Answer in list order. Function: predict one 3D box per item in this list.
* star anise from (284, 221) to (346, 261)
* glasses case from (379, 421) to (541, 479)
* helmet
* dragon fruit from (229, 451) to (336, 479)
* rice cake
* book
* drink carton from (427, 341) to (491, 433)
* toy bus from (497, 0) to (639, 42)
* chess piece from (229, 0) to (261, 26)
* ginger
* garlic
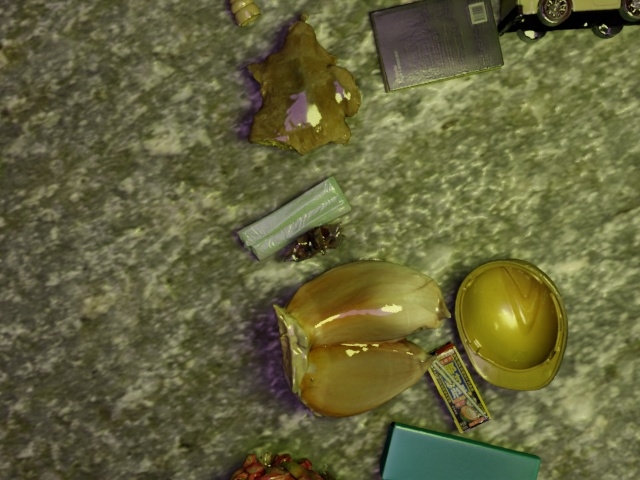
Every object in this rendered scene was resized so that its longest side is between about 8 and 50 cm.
[{"bbox_3d":[0.005,0.000,1.201,0.124,0.129,0.056,-41,70,39],"label":"star anise"},{"bbox_3d":[0.278,0.451,1.258,0.301,0.070,0.117,14,89,1],"label":"glasses case"},{"bbox_3d":[0.376,0.138,1.188,0.205,0.140,0.256,1,108,33],"label":"helmet"},{"bbox_3d":[-0.073,0.547,1.179,0.291,0.250,0.269,35,87,20],"label":"dragon fruit"},{"bbox_3d":[-0.052,-0.038,1.224,0.222,0.042,0.080,-30,99,2],"label":"rice cake"},{"bbox_3d":[0.223,-0.384,1.197,0.229,0.024,0.160,-13,94,2],"label":"book"},{"bbox_3d":[0.269,0.292,1.246,0.071,0.056,0.165,-28,94,0],"label":"drink carton"},{"bbox_3d":[0.487,-0.468,1.128,0.306,0.143,0.178,-3,93,2],"label":"toy bus"},{"bbox_3d":[-0.163,-0.469,1.177,0.066,0.066,0.122,-28,100,3],"label":"chess piece"},{"bbox_3d":[-0.030,-0.292,1.158,0.219,0.123,0.269,7,95,3],"label":"ginger"},{"bbox_3d":[0.068,0.177,1.163,0.313,0.249,0.285,-12,79,-18],"label":"garlic"}]
